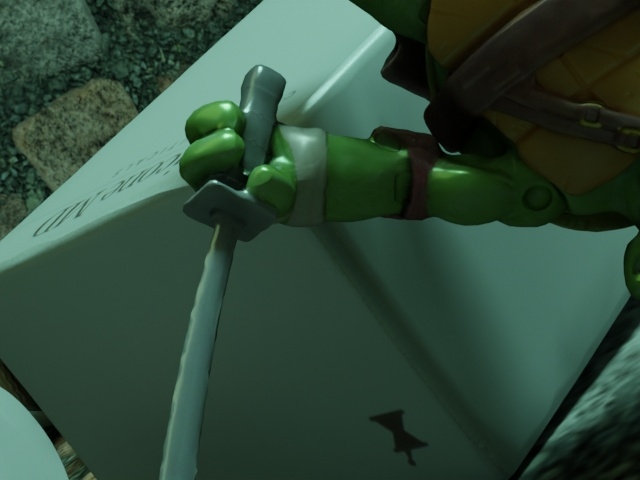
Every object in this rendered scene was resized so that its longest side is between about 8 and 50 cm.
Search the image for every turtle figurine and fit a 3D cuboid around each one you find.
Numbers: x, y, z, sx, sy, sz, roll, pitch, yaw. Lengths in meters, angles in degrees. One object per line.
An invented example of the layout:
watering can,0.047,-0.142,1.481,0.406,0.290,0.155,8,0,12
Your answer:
turtle figurine,0.038,-0.089,0.512,0.275,0.266,0.198,-17,-23,-40

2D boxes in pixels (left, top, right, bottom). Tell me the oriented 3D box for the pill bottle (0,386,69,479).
pill bottle,-0.262,0.181,0.925,0.246,0.136,0.136,-33,8,12

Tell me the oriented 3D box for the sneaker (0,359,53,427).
sneaker,-0.273,0.135,1.477,0.123,0.106,0.290,-43,-2,10

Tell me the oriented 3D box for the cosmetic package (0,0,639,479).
cosmetic package,0.065,-0.072,0.811,0.230,0.161,0.453,-20,22,46
